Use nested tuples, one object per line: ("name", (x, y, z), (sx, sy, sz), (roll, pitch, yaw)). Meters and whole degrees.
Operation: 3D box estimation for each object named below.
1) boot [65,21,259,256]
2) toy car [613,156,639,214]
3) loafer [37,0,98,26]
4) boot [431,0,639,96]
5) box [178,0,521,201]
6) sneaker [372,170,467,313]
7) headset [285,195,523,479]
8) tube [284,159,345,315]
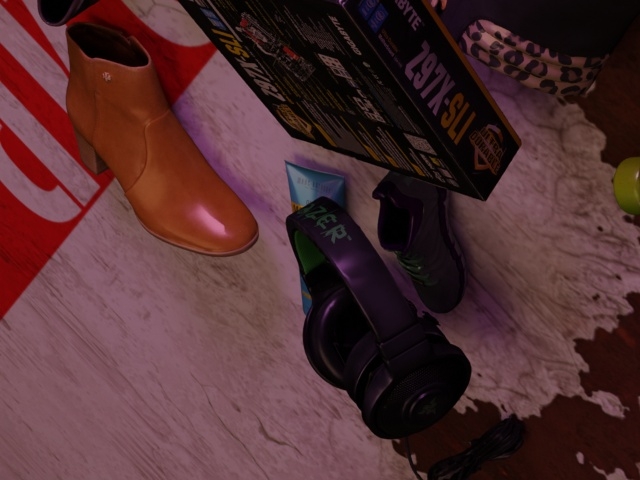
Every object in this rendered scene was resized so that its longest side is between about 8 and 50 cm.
("boot", (-0.193, -0.121, 2.076), (0.295, 0.104, 0.211), (33, 145, 25))
("toy car", (0.341, -0.123, 1.519), (0.155, 0.149, 0.188), (-4, 94, 45))
("loafer", (-0.256, -0.337, 1.900), (0.109, 0.095, 0.302), (29, 151, 6))
("boot", (0.152, -0.307, 1.494), (0.377, 0.138, 0.284), (36, 145, 4))
("box", (0.012, -0.175, 1.621), (0.257, 0.079, 0.322), (23, 163, 39))
("sneaker", (0.094, 0.005, 1.903), (0.083, 0.098, 0.223), (18, 137, 35))
("headset", (0.094, 0.117, 1.961), (0.243, 0.185, 0.394), (42, 158, 61))
("tube", (0.000, 0.000, 2.052), (0.080, 0.052, 0.207), (14, 130, 23))
